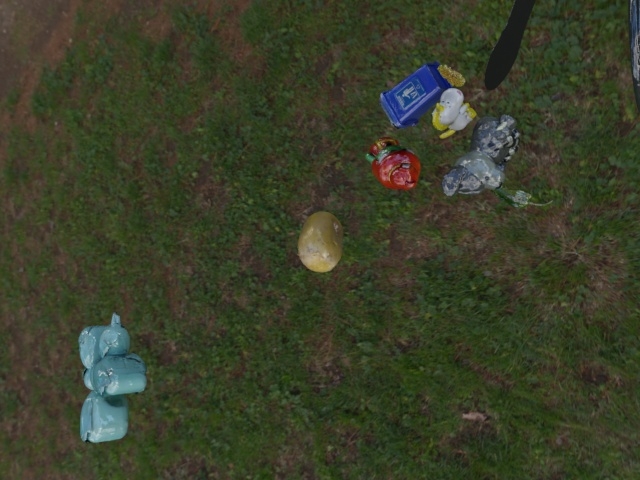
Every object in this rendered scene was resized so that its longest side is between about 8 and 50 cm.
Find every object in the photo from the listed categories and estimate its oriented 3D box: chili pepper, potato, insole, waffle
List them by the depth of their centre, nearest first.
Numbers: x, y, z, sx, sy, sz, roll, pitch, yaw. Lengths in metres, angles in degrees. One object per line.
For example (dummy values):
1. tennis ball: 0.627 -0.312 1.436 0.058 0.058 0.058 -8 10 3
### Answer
1. waffle: 0.353 -0.446 1.185 0.085 0.078 0.016 39 94 -2
2. insole: 0.572 -0.614 1.315 0.007 0.109 0.322 -127 41 -49
3. chili pepper: 0.644 -0.148 1.450 0.204 0.072 0.073 37 108 37
4. potato: 0.000 0.000 1.468 0.146 0.234 0.150 0 133 9

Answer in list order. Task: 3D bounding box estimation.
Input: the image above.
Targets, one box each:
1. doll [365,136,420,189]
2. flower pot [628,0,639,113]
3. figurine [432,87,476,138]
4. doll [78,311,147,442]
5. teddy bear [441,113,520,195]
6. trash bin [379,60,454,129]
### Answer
1. doll: 0.298 -0.288 1.729 0.182 0.363 0.160 -6 121 -8
2. flower pot: 0.408 -0.227 0.480 0.106 0.157 0.158 0 88 41
3. figurine: 0.393 -0.386 1.330 0.109 0.178 0.130 35 99 31
4. doll: -0.278 0.171 0.570 0.159 0.059 0.159 -58 43 31
5. teddy bear: 0.454 -0.203 1.214 0.144 0.171 0.251 30 93 28
6. trash bin: 0.361 -0.542 1.635 0.234 0.184 0.163 -34 84 44
